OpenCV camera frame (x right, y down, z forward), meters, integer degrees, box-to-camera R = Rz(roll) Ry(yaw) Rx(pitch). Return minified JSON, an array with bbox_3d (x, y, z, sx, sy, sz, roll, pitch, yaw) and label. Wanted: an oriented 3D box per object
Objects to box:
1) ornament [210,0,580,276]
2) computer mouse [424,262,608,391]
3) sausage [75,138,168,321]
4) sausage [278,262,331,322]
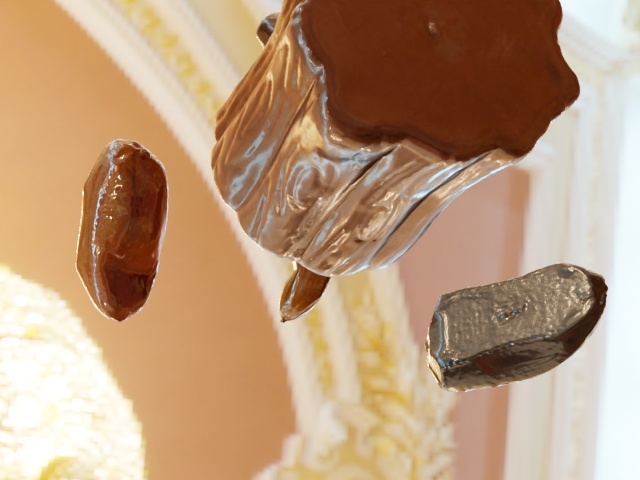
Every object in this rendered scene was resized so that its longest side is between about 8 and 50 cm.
[{"bbox_3d":[0.031,-0.098,1.298,0.235,0.217,0.221,-36,-98,-36],"label":"ornament"},{"bbox_3d":[0.213,0.094,1.933,0.073,0.217,0.122,54,-150,-41],"label":"computer mouse"},{"bbox_3d":[-0.198,-0.011,1.792,0.089,0.089,0.179,6,-87,-55],"label":"sausage"},{"bbox_3d":[0.000,0.000,1.835,0.062,0.054,0.183,72,-146,-72],"label":"sausage"}]
